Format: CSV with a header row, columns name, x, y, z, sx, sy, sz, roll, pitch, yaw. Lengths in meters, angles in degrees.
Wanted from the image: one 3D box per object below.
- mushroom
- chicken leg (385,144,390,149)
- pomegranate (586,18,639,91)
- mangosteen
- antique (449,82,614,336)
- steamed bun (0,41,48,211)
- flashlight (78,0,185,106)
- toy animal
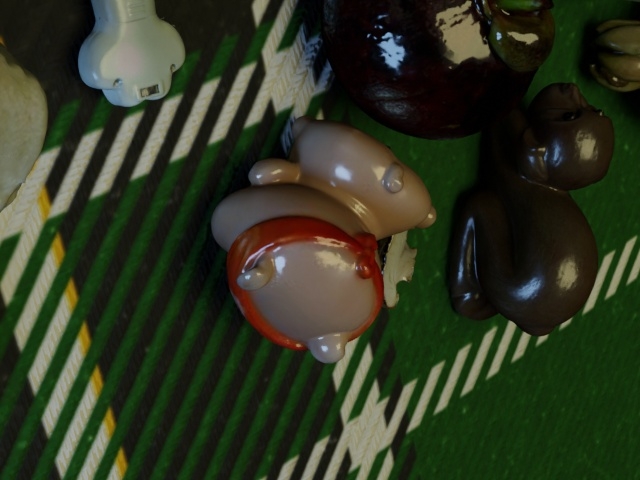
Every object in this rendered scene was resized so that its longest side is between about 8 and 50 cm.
name,x,y,z,sx,sy,sz,roll,pitch,yaw
mushroom,0.074,0.020,1.385,0.049,0.019,0.101,7,98,-41
chicken leg,0.033,-0.069,1.325,0.083,0.021,0.036,-51,121,-17
pomegranate,0.421,-0.212,1.557,0.190,0.240,0.159,51,29,-60
mangosteen,0.114,-0.191,1.240,0.216,0.216,0.216,-12,108,-39
antique,0.228,-0.033,1.428,0.121,0.143,0.257,19,86,-41
steamed bun,-0.366,-0.121,0.813,0.236,0.247,0.383,-52,135,-5
flashlight,-0.162,-0.207,1.103,0.093,0.047,0.200,-22,112,-37
toy animal,0.000,0.000,1.229,0.198,0.171,0.171,-57,130,-23
